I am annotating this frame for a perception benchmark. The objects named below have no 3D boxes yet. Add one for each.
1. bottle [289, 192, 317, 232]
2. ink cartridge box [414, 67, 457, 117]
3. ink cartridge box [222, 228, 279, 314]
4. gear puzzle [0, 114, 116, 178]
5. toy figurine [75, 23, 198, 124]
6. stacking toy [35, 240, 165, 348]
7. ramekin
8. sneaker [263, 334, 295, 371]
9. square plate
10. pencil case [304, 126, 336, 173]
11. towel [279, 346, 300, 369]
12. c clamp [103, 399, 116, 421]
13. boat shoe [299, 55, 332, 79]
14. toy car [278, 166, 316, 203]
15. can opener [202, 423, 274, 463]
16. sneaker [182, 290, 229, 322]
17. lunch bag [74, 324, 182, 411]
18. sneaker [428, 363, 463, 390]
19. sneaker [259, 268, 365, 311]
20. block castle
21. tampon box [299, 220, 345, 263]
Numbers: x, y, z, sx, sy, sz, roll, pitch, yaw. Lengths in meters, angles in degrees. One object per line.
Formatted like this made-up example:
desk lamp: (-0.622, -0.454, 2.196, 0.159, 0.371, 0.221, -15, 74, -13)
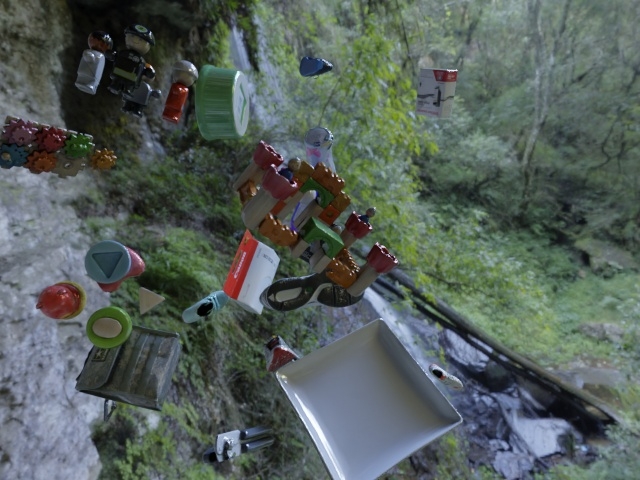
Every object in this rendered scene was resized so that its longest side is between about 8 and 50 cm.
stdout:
bottle: (-0.071, -0.088, 2.006, 0.118, 0.283, 0.092, 5, 31, -43)
ink cartridge box: (0.341, -0.437, 1.355, 0.056, 0.135, 0.099, -18, 30, -39)
ink cartridge box: (-0.318, 0.157, 2.171, 0.091, 0.308, 0.385, 15, -19, 13)
gear puzzle: (-0.789, -0.257, 1.395, 0.339, 0.044, 0.175, 6, -54, -53)
toy figurine: (-0.408, -0.370, 1.017, 0.209, 0.148, 0.213, 16, -2, 31)
stacking toy: (-0.659, 0.169, 1.382, 0.309, 0.279, 0.130, -45, 2, -14)
ramekin: (-0.398, -0.566, 1.897, 0.148, 0.304, 0.303, 4, 11, 5)
sneaker: (-0.134, 0.327, 1.334, 0.088, 0.093, 0.225, -27, -11, -15)
square plate: (0.110, 0.398, 1.141, 0.347, 0.049, 0.344, -22, 51, -22)
pencil case: (0.002, -0.366, 1.987, 0.124, 0.114, 0.273, -5, -31, 2)
towel: (-0.063, 0.542, 1.688, 0.056, 0.312, 0.324, -35, 49, -29)
c clamp: (-0.892, 0.681, 1.945, 0.137, 0.022, 0.161, -47, 39, 18)
boat shoe: (-0.026, -0.804, 2.146, 0.089, 0.109, 0.258, 1, 25, -25)
toy car: (-0.103, -0.218, 1.678, 0.181, 0.159, 0.136, -11, -33, -13)
can opener: (-0.249, 0.628, 1.429, 0.093, 0.074, 0.280, -17, -19, 28)
sneaker: (-0.500, 0.304, 2.126, 0.151, 0.094, 0.256, -20, 8, 45)
lunch bag: (-0.637, 0.409, 1.517, 0.286, 0.235, 0.169, 12, -34, -3)
sneaker: (0.537, 0.597, 1.965, 0.161, 0.057, 0.075, 34, 6, 14)
sneaker: (-0.049, 0.210, 1.945, 0.447, 0.169, 0.257, -3, -6, -24)
block castle: (-0.004, -0.075, 1.269, 0.213, 0.453, 0.303, -49, 28, 12)
tampon box: (0.000, 0.000, 1.551, 0.120, 0.161, 0.101, 28, 9, 13)
